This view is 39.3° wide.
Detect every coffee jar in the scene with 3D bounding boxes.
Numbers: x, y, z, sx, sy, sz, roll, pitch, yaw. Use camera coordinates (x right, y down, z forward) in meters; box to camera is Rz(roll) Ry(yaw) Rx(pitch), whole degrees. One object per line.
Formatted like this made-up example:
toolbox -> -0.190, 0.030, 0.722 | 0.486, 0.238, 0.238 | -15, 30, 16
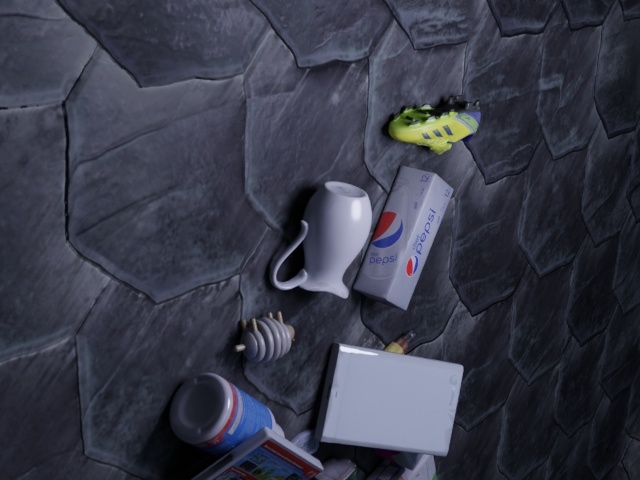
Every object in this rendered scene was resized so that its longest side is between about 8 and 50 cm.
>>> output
coffee jar -> 0.037, 0.567, 1.940 | 0.096, 0.079, 0.184 | -32, 126, -45

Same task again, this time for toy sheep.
toy sheep -> -0.102, 0.178, 1.616 | 0.132, 0.091, 0.091 | -12, 113, -34

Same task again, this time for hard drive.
hard drive -> 0.149, 0.339, 1.899 | 0.308, 0.040, 0.203 | 13, 86, -24

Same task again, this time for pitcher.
pitcher -> 0.000, 0.000, 1.659 | 0.178, 0.125, 0.207 | 0, 115, -36

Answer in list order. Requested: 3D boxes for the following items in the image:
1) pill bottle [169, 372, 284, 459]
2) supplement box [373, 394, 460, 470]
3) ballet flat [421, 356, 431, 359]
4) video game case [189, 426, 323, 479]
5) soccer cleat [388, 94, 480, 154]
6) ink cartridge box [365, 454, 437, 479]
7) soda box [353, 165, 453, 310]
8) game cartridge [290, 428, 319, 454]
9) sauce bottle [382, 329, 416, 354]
pill bottle -> -0.154, 0.325, 1.570 | 0.221, 0.124, 0.124 | 45, 68, -48
supplement box -> 0.213, 0.399, 2.073 | 0.220, 0.111, 0.114 | -52, 138, -26
ballet flat -> 0.166, 0.336, 1.975 | 0.280, 0.095, 0.096 | -39, 147, -29
video game case -> -0.156, 0.446, 1.575 | 0.285, 0.025, 0.204 | -36, 139, 6
soccer cleat -> 0.246, -0.230, 1.894 | 0.289, 0.093, 0.121 | -21, 126, -46
ink cartridge box -> 0.181, 0.598, 2.125 | 0.212, 0.093, 0.154 | -38, 131, -35
soda box -> 0.175, -0.006, 1.886 | 0.098, 0.091, 0.286 | 30, 80, -53
game cartridge -> -0.033, 0.421, 1.849 | 0.083, 0.017, 0.056 | -14, 118, -49
sauce bottle -> 0.169, 0.248, 2.017 | 0.128, 0.042, 0.042 | -37, 130, -38
